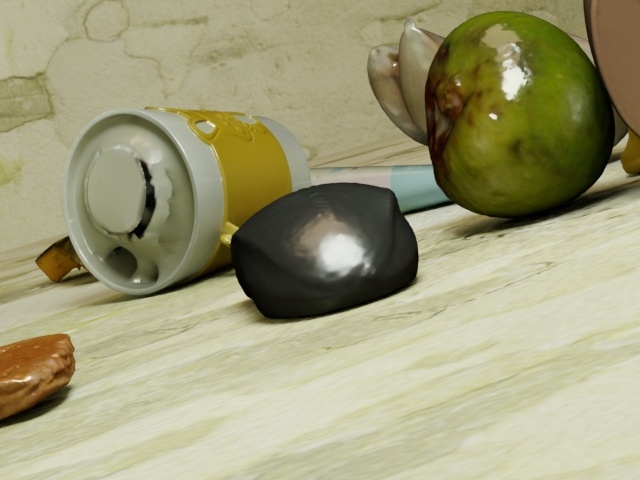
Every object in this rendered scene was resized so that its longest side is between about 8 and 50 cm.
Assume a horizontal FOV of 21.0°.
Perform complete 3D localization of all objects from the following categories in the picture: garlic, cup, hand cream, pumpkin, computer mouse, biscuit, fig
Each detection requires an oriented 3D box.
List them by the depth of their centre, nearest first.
[{"bbox_3d":[-0.256,0.112,1.127,0.192,0.036,0.186,-15,8,-3],"label":"biscuit"},{"bbox_3d":[0.000,0.000,1.337,0.138,0.086,0.270,-15,4,-5],"label":"computer mouse"},{"bbox_3d":[0.175,-0.102,1.499,0.191,0.181,0.181,8,-12,-41],"label":"fig"},{"bbox_3d":[-0.110,-0.038,1.760,0.241,0.185,0.226,29,23,29],"label":"cup"},{"bbox_3d":[0.202,-0.151,1.851,0.279,0.132,0.325,-4,-9,24],"label":"garlic"},{"bbox_3d":[0.090,-0.061,1.856,0.312,0.070,0.111,-9,-3,21],"label":"hand cream"},{"bbox_3d":[-0.239,-0.021,2.220,0.258,0.095,0.290,-30,1,-21],"label":"pumpkin"}]

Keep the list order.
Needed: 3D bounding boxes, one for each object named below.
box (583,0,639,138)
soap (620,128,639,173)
[{"bbox_3d":[0.360,-0.195,1.424,0.301,0.301,0.216,-13,13,19],"label":"box"},{"bbox_3d":[0.411,-0.151,1.716,0.204,0.096,0.324,-14,5,20],"label":"soap"}]
